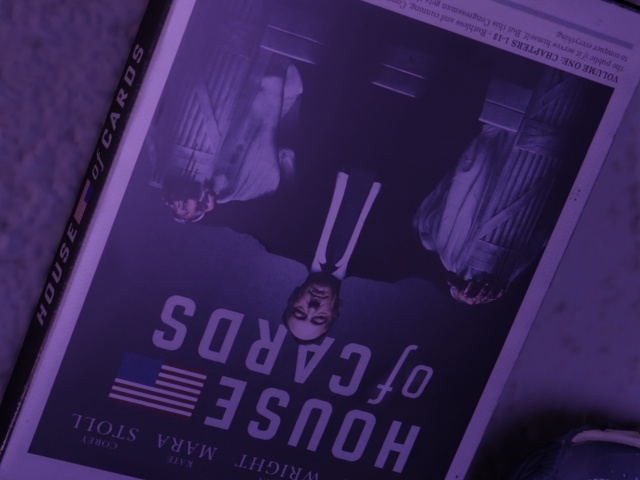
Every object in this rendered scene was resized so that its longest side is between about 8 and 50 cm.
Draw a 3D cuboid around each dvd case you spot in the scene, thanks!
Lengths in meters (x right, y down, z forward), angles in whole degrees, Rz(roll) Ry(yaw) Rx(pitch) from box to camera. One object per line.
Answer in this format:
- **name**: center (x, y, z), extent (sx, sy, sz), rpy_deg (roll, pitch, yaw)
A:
- **dvd case**: center (0.000, 0.000, 0.708), extent (0.179, 0.029, 0.239), rpy_deg (16, 105, -22)

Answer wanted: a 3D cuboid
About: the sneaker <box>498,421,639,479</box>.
- **sneaker**: center (0.167, 0.188, 0.781), extent (0.110, 0.122, 0.283), rpy_deg (-39, 117, 0)
